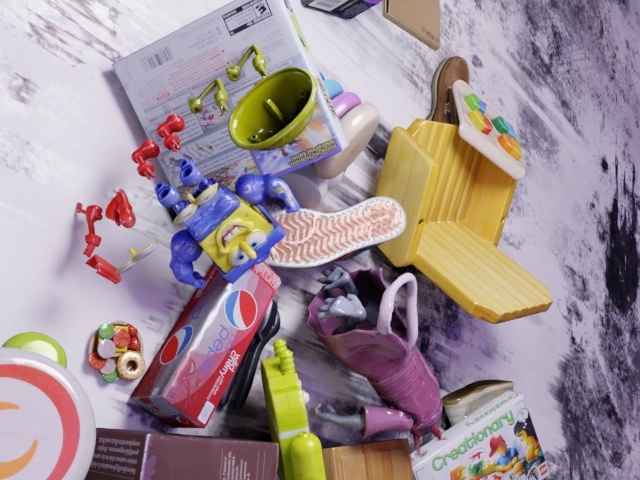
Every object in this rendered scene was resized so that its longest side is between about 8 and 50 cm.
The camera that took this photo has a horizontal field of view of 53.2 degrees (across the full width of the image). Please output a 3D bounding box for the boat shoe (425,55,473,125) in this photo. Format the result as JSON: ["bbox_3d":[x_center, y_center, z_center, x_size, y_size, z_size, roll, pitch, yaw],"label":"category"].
[{"bbox_3d":[0.327,-0.323,1.520,0.110,0.104,0.307,36,58,-34],"label":"boat shoe"}]

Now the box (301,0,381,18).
[{"bbox_3d":[0.047,-0.607,1.262,0.143,0.165,0.270,-3,83,-45],"label":"box"}]

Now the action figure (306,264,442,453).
[{"bbox_3d":[0.133,0.205,1.091,0.370,0.275,0.248,57,45,-16],"label":"action figure"}]

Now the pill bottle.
[{"bbox_3d":[0.000,-0.163,1.148,0.117,0.117,0.208,46,52,-28],"label":"pill bottle"}]

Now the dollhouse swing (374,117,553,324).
[{"bbox_3d":[0.328,-0.048,1.290,0.346,0.305,0.315,-2,112,-45],"label":"dollhouse swing"}]

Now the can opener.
[{"bbox_3d":[-0.114,0.173,1.005,0.186,0.059,0.073,-68,153,-19],"label":"can opener"}]

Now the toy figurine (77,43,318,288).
[{"bbox_3d":[-0.123,-0.057,0.883,0.362,0.191,0.217,-44,135,-1],"label":"toy figurine"}]

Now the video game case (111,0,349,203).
[{"bbox_3d":[-0.128,-0.196,0.927,0.244,0.269,0.061,67,17,-10],"label":"video game case"}]

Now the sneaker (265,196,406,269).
[{"bbox_3d":[0.000,0.000,1.127,0.302,0.121,0.108,-10,77,-25],"label":"sneaker"}]

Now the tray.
[{"bbox_3d":[0.092,0.554,1.071,0.202,0.076,0.411,10,67,-43],"label":"tray"}]

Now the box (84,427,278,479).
[{"bbox_3d":[-0.185,0.332,0.812,0.203,0.168,0.167,21,67,-41],"label":"box"}]

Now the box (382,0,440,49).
[{"bbox_3d":[0.221,-0.570,1.531,0.201,0.021,0.165,15,70,-42],"label":"box"}]

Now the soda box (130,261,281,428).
[{"bbox_3d":[-0.160,0.138,0.936,0.083,0.092,0.263,46,52,-25],"label":"soda box"}]

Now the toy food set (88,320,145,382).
[{"bbox_3d":[-0.276,0.150,0.869,0.082,0.020,0.083,10,74,-43],"label":"toy food set"}]

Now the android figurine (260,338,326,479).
[{"bbox_3d":[-0.042,0.284,0.932,0.056,0.248,0.273,-8,94,-11],"label":"android figurine"}]

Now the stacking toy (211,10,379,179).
[{"bbox_3d":[-0.070,-0.248,1.031,0.330,0.141,0.141,40,47,9],"label":"stacking toy"}]

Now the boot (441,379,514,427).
[{"bbox_3d":[0.360,0.401,1.410,0.213,0.077,0.165,-8,85,-39],"label":"boot"}]

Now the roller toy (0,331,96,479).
[{"bbox_3d":[-0.357,0.220,0.683,0.209,0.146,0.191,-25,88,-43],"label":"roller toy"}]

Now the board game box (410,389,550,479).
[{"bbox_3d":[0.320,0.463,1.302,0.305,0.053,0.193,-24,99,-24],"label":"board game box"}]

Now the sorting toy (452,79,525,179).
[{"bbox_3d":[0.370,-0.248,1.394,0.193,0.038,0.208,33,39,-20],"label":"sorting toy"}]
